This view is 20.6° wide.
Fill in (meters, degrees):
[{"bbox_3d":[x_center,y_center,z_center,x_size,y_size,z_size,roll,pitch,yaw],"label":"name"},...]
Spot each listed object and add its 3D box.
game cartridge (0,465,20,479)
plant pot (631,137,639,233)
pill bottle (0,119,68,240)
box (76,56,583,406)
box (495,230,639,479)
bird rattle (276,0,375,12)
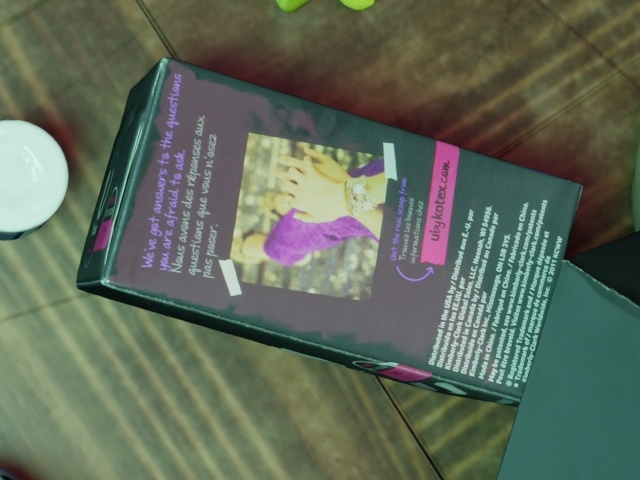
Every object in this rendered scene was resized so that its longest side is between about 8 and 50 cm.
[{"bbox_3d":[-0.181,0.287,1.002,0.355,0.068,0.230,37,81,24],"label":"game cartridge"},{"bbox_3d":[0.370,-0.026,1.147,0.284,0.191,0.284,-1,96,-9],"label":"plant pot"},{"bbox_3d":[-0.192,-0.034,1.074,0.067,0.120,0.067,1,86,-13],"label":"pill bottle"},{"bbox_3d":[0.000,0.000,1.095,0.270,0.165,0.143,17,84,-11],"label":"box"},{"bbox_3d":[0.203,0.122,1.070,0.184,0.103,0.261,-20,132,-44],"label":"box"},{"bbox_3d":[-0.039,-0.271,1.129,0.207,0.143,0.254,-10,86,3],"label":"bird rattle"}]
